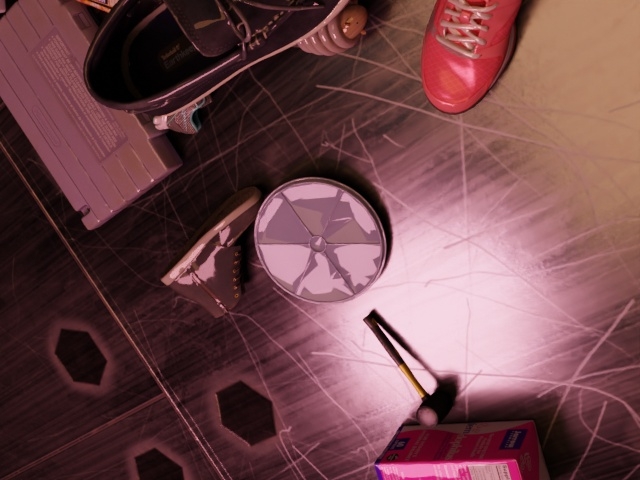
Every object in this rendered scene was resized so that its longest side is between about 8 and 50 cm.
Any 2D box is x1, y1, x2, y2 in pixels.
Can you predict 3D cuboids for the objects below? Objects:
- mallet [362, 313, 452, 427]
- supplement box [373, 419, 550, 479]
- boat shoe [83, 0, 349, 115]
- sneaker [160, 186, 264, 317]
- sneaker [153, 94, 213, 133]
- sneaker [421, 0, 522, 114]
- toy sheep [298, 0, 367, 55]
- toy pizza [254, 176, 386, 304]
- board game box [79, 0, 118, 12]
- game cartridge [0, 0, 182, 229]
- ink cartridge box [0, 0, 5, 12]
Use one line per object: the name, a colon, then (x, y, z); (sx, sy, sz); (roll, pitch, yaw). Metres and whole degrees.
mallet: (0.130, 0.188, 1.243); (0.039, 0.062, 0.189); (-41, 73, 32)
supplement box: (0.207, 0.340, 1.212); (0.220, 0.111, 0.114); (-9, 104, 29)
boat shoe: (-0.116, -0.300, 1.012); (0.500, 0.156, 0.187); (-29, 90, 36)
sneaker: (-0.136, 0.018, 1.295); (0.118, 0.083, 0.222); (39, 115, -17)
sneaker: (-0.192, -0.231, 1.232); (0.076, 0.065, 0.166); (21, 122, 0)
sneaker: (0.179, -0.289, 0.961); (0.116, 0.136, 0.314); (28, 120, 16)
toy sheep: (0.006, -0.285, 1.087); (0.132, 0.091, 0.091); (2, 111, 42)
toy pizza: (0.000, 0.000, 1.223); (0.201, 0.032, 0.201); (6, 114, 14)
board game box: (-0.290, -0.397, 1.187); (0.193, 0.045, 0.147); (24, 132, 12)
game cartridge: (-0.388, -0.218, 1.332); (0.230, 0.068, 0.355); (-30, 94, 29)
ink cartridge box: (-0.590, -0.458, 1.342); (0.232, 0.066, 0.189); (12, 108, 48)
